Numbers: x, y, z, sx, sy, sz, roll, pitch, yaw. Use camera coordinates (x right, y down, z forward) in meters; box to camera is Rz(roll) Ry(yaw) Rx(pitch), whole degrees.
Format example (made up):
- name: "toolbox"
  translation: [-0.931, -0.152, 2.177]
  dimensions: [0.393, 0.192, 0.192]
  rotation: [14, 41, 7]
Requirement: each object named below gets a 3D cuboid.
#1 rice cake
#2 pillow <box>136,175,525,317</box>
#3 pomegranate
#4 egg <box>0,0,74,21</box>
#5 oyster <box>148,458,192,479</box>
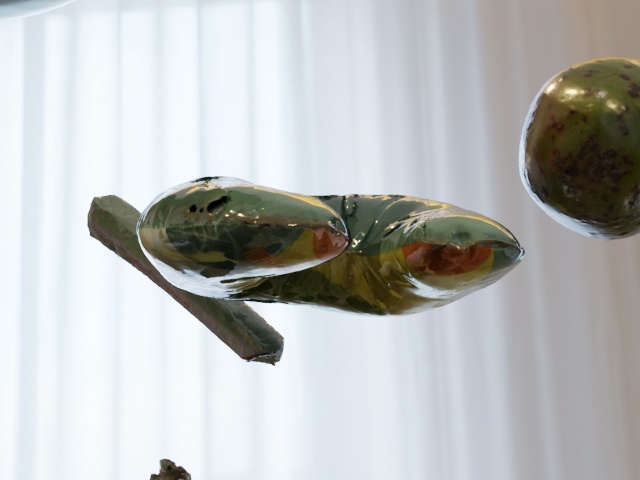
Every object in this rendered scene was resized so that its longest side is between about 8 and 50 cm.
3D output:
- name: "rice cake"
  translation: [-0.100, 0.029, 1.123]
  dimensions: [0.033, 0.208, 0.033]
  rotation: [-21, -43, -42]
- name: "pillow"
  translation: [0.000, 0.000, 0.980]
  dimensions: [0.233, 0.086, 0.214]
  rotation: [8, -7, -23]
- name: "pomegranate"
  translation: [0.319, -0.085, 1.563]
  dimensions: [0.248, 0.202, 0.202]
  rotation: [25, 2, 34]
- name: "egg"
  translation: [-0.270, -0.292, 1.103]
  dimensions: [0.389, 0.276, 0.276]
  rotation: [-2, -14, 18]
- name: "oyster"
  translation: [-0.137, 0.237, 1.153]
  dimensions: [0.064, 0.124, 0.177]
  rotation: [8, 17, 3]
